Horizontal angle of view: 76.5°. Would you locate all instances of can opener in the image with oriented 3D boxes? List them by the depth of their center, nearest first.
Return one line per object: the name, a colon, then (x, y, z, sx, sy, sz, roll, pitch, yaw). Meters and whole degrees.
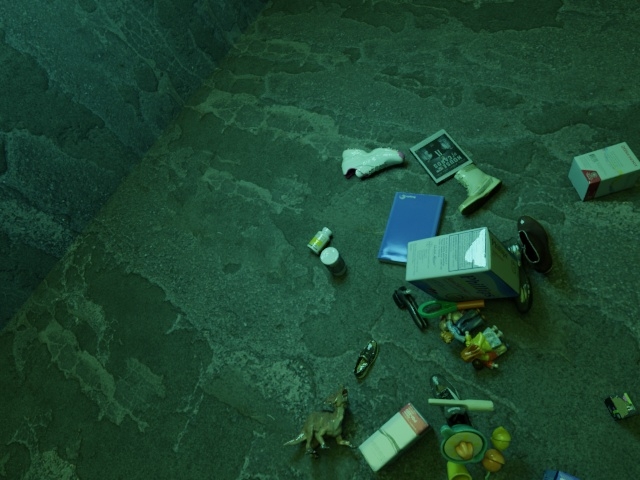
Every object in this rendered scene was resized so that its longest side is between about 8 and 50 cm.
can opener: (0.346, 0.253, 1.541, 0.059, 0.073, 0.186, -13, 53, -31)

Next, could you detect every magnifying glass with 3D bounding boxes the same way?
magnifying glass: (0.464, 0.238, 1.449, 0.230, 0.026, 0.092, -14, 18, 27)

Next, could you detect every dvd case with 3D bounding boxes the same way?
dvd case: (0.533, -0.373, 1.807, 0.179, 0.030, 0.239, -30, 56, 5)

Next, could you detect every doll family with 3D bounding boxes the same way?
doll family: (0.506, 0.321, 1.391, 0.163, 0.118, 0.263, -36, 54, -2)

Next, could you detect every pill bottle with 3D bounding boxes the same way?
pill bottle: (0.057, 0.091, 1.686, 0.078, 0.137, 0.078, -10, 59, 17)
pill bottle: (0.000, 0.000, 1.802, 0.065, 0.065, 0.116, 34, 79, 32)

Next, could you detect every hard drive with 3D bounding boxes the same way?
hard drive: (0.378, -0.049, 1.689, 0.210, 0.040, 0.319, 8, 67, 26)

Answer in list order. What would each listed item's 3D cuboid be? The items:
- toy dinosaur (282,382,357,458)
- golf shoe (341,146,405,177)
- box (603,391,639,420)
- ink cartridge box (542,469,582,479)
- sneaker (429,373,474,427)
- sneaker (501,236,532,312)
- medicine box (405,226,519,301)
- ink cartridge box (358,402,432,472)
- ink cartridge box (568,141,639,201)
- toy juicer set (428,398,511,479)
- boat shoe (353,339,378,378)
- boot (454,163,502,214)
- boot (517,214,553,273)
toy dinosaur: (0.007, 0.639, 1.431, 0.295, 0.127, 0.201, -28, 48, 21)
golf shoe: (0.238, -0.350, 1.878, 0.306, 0.115, 0.140, 4, 76, 31)
box: (0.872, 0.482, 1.179, 0.052, 0.083, 0.062, -21, 57, 11)
ink cartridge box: (0.599, 0.719, 0.976, 0.151, 0.395, 0.270, 18, 71, 29)
sneaker: (0.427, 0.539, 1.316, 0.078, 0.106, 0.234, -27, 57, 5)
sneaker: (0.672, 0.129, 1.451, 0.130, 0.109, 0.287, -16, 50, 23)
medicine box: (0.483, 0.096, 1.387, 0.289, 0.263, 0.149, -13, 58, 42)
ink cartridge box: (0.245, 0.634, 1.307, 0.218, 0.159, 0.092, -42, 58, -3)
ink cartridge box: (1.031, -0.248, 1.478, 0.176, 0.127, 0.128, -16, 58, 14)
toy juicer set: (0.450, 0.582, 1.178, 0.209, 0.329, 0.089, -16, 21, 6)
boat shoe: (0.169, 0.437, 1.508, 0.056, 0.049, 0.152, 18, 71, 29)
boot: (0.606, -0.212, 1.663, 0.213, 0.077, 0.165, -38, 57, -7)
boot: (0.736, -0.009, 1.418, 0.090, 0.206, 0.249, -28, 57, 30)
